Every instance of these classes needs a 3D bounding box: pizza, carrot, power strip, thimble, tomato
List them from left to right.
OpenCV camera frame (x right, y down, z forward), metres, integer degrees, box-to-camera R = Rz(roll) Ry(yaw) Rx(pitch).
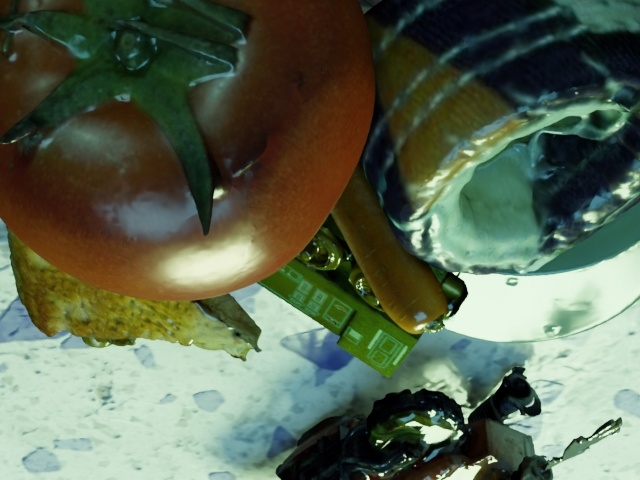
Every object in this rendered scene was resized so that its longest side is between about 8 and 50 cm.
[{"bbox_3d":[-0.150,0.023,1.219,0.226,0.069,0.147,-1,126,34],"label":"pizza"},{"bbox_3d":[-0.093,-0.090,0.956,0.256,0.256,0.224,-10,164,8],"label":"tomato"},{"bbox_3d":[0.017,-0.041,1.089,0.043,0.248,0.043,-27,164,-9],"label":"carrot"},{"bbox_3d":[0.130,-0.086,1.047,0.237,0.150,0.237,-17,152,-10],"label":"thimble"},{"bbox_3d":[0.171,0.013,1.254,0.253,0.054,0.167,2,138,-2],"label":"power strip"}]

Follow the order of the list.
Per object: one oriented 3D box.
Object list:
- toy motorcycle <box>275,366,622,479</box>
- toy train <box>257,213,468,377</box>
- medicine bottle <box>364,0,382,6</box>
[{"bbox_3d":[0.104,0.207,1.395,0.207,0.134,0.401,27,130,-27],"label":"toy motorcycle"},{"bbox_3d":[0.000,0.000,1.170,0.225,0.090,0.137,34,148,3],"label":"toy train"},{"bbox_3d":[0.055,-0.248,0.985,0.171,0.052,0.201,32,125,-30],"label":"medicine bottle"}]
